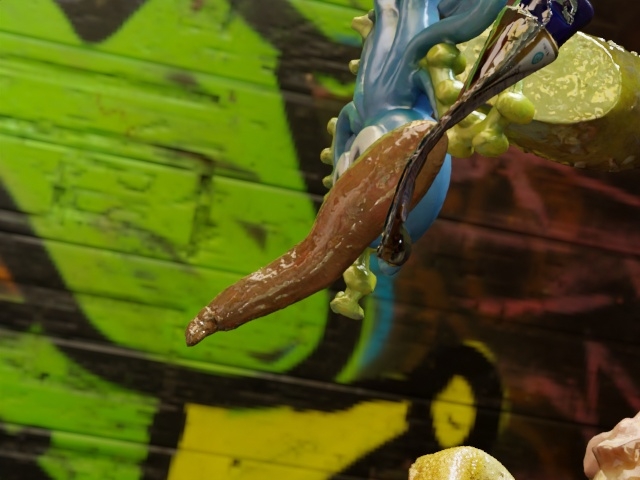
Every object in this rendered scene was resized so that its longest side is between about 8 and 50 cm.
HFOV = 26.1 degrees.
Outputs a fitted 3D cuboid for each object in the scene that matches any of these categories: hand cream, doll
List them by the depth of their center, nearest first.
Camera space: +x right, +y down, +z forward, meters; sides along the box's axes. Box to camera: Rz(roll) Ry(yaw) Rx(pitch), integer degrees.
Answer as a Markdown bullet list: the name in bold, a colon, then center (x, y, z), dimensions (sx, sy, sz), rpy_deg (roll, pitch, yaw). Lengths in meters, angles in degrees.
- **hand cream**: center (0.073, -0.059, 0.679), dimensions (0.163, 0.039, 0.062), rpy_deg (-53, 177, 0)
- **doll**: center (0.068, -0.127, 1.311), dimensions (0.346, 0.099, 0.341), rpy_deg (-41, -134, 54)

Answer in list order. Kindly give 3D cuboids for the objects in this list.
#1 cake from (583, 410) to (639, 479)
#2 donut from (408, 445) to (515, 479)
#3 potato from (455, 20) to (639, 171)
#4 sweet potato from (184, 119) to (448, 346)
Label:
- **cake**: center (0.369, 0.261, 1.024), dimensions (0.314, 0.307, 0.293), rpy_deg (50, 18, -40)
- **donut**: center (0.163, 0.289, 1.423), dimensions (0.065, 0.162, 0.178), rpy_deg (-37, -131, 28)
- **potato**: center (0.249, -0.154, 1.465), dimensions (0.176, 0.298, 0.141), rpy_deg (-20, -120, 62)
- **sweet potato**: center (0.000, 0.000, 0.883), dimensions (0.214, 0.050, 0.050), rpy_deg (-42, -160, 9)
